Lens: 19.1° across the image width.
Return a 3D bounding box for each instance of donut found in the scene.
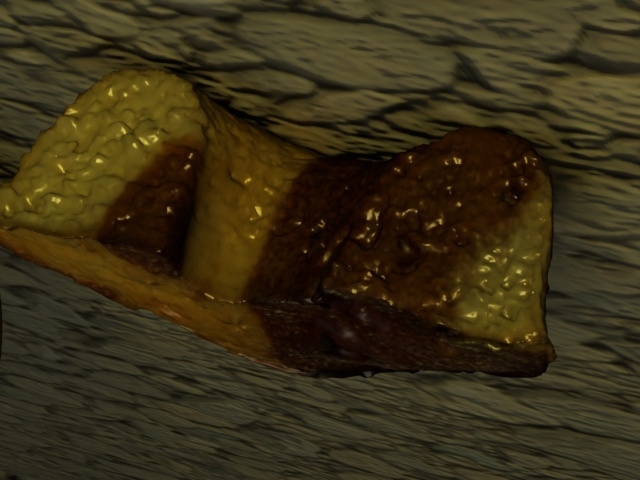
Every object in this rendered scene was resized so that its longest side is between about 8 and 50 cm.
[{"bbox_3d":[0.000,0.000,0.916,0.295,0.112,0.151,14,165,25],"label":"donut"}]

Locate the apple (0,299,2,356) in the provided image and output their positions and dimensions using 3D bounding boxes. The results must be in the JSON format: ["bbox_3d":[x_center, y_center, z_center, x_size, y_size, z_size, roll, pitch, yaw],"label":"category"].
[{"bbox_3d":[-0.355,0.058,1.179,0.277,0.319,0.319,27,163,-37],"label":"apple"}]
